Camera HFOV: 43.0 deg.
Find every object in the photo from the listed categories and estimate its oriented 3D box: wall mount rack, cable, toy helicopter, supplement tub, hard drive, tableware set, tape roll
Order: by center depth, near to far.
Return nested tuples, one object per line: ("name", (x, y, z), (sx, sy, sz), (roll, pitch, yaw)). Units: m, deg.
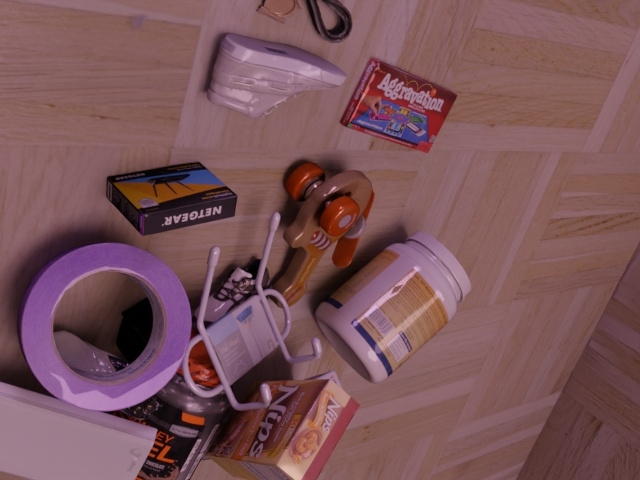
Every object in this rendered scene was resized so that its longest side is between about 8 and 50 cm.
("tableware set", (-0.045, -0.424, 1.322), (0.168, 0.020, 0.141), (-27, 147, 22))
("tape roll", (-0.360, 0.141, 1.361), (0.274, 0.090, 0.275), (0, 90, -26))
("cable", (-0.011, -0.434, 1.366), (0.139, 0.072, 0.287), (-32, 138, -14))
("hard drive", (-0.463, 0.354, 1.415), (0.307, 0.040, 0.203), (21, 125, -14))
("wall mount rack", (-0.126, 0.131, 1.514), (0.350, 0.130, 0.304), (-34, 106, -56))
("supplement tub", (-0.306, 0.350, 1.596), (0.207, 0.207, 0.338), (14, 109, -48))
("toy helicopter", (0.000, 0.000, 1.709), (0.234, 0.140, 0.355), (-10, 138, -50))
("supplement tub", (0.170, 0.150, 1.878), (0.316, 0.228, 0.228), (-39, 140, -13))

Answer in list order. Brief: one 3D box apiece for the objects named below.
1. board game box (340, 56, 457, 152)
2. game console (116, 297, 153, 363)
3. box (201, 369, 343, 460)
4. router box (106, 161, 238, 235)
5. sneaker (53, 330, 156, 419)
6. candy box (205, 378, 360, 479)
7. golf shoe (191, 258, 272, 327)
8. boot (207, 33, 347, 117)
("board game box", (0.170, -0.277, 1.701), (0.281, 0.027, 0.145), (9, 112, -47))
("game console", (-0.318, 0.179, 1.515), (0.107, 0.122, 0.071), (-33, 140, -22))
("box", (-0.132, 0.392, 1.812), (0.321, 0.059, 0.232), (-22, 174, -29))
("router box", (-0.250, -0.074, 1.372), (0.178, 0.133, 0.046), (-15, 130, -37))
("sneaker", (-0.398, 0.243, 1.451), (0.086, 0.237, 0.085), (-37, -159, 50))
("candy box", (-0.078, 0.359, 1.531), (0.087, 0.316, 0.183), (43, 62, -16))
("golf shoe", (-0.182, 0.101, 1.628), (0.198, 0.077, 0.094), (-33, 136, -40))
("boot", (-0.079, -0.274, 1.426), (0.258, 0.095, 0.123), (6, 122, -37))
